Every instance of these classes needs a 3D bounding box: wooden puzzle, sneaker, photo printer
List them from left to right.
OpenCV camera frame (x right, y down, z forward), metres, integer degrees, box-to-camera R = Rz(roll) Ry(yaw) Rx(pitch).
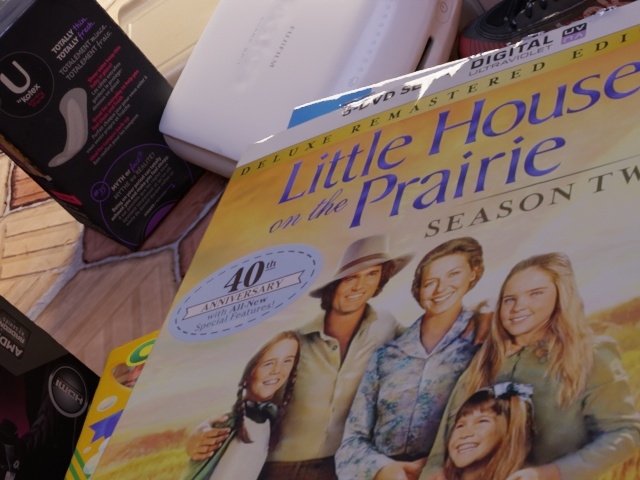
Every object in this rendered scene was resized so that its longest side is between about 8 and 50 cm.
[{"bbox_3d":[-0.171,-0.284,1.467,0.221,0.044,0.239,-30,42,15],"label":"wooden puzzle"},{"bbox_3d":[-0.010,-0.164,1.097,0.307,0.107,0.256,25,86,52],"label":"photo printer"},{"bbox_3d":[0.223,-0.206,0.939,0.276,0.135,0.098,-6,50,40],"label":"sneaker"}]

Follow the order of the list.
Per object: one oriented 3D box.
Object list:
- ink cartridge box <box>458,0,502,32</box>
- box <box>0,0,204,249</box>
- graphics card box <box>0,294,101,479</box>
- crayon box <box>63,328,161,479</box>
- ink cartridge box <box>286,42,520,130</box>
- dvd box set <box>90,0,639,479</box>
[{"bbox_3d":[0.171,-0.412,1.177,0.385,0.160,0.279,-50,36,-12],"label":"ink cartridge box"},{"bbox_3d":[-0.265,-0.143,1.203,0.165,0.270,0.143,-51,37,-14],"label":"box"},{"bbox_3d":[-0.255,0.248,0.818,0.094,0.233,0.371,-18,41,30],"label":"graphics card box"},{"bbox_3d":[-0.069,0.131,0.808,0.203,0.083,0.323,-23,23,12],"label":"crayon box"},{"bbox_3d":[0.148,-0.006,0.719,0.307,0.223,0.129,-11,46,35],"label":"ink cartridge box"},{"bbox_3d":[0.037,0.071,0.459,0.307,0.062,0.420,-16,37,33],"label":"dvd box set"}]
